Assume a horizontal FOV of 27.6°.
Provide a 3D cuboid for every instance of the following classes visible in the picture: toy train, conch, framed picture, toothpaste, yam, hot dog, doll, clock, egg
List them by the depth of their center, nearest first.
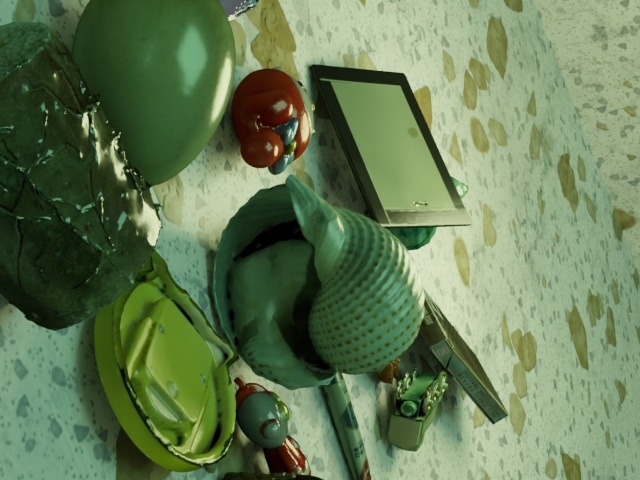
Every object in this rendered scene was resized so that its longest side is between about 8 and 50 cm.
[{"bbox_3d":[-0.339,-0.075,1.473,0.348,0.241,0.241,60,33,-39],"label":"yam"},{"bbox_3d":[-0.223,-0.217,1.745,0.218,0.218,0.295,15,73,-60],"label":"egg"},{"bbox_3d":[-0.216,0.179,1.776,0.277,0.071,0.293,57,23,-21],"label":"clock"},{"bbox_3d":[-0.071,0.299,1.978,0.142,0.076,0.245,38,-25,62],"label":"doll"},{"bbox_3d":[-0.002,0.067,2.008,0.215,0.303,0.319,7,60,-77],"label":"conch"},{"bbox_3d":[-0.077,-0.197,2.103,0.290,0.130,0.161,-60,140,-71],"label":"doll"},{"bbox_3d":[0.047,0.324,2.258,0.062,0.039,0.239,-53,129,-63],"label":"toothpaste"},{"bbox_3d":[0.113,0.201,2.395,0.147,0.065,0.099,57,32,-33],"label":"hot dog"},{"bbox_3d":[0.132,-0.175,2.424,0.265,0.016,0.347,-3,63,-46],"label":"framed picture"},{"bbox_3d":[0.182,0.313,2.459,0.194,0.081,0.125,-31,134,-68],"label":"toy train"},{"bbox_3d":[0.191,-0.067,2.525,0.202,0.196,0.134,-44,95,-18],"label":"conch"}]

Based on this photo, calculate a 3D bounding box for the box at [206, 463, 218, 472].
[{"bbox_3d":[-0.157,0.293,1.908,0.046,0.012,0.083,59,32,-36],"label":"box"}]

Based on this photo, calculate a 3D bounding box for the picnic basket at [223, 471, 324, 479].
[{"bbox_3d":[-0.051,0.401,1.891,0.138,0.179,0.128,47,43,-46],"label":"picnic basket"}]

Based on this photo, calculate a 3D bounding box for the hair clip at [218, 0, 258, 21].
[{"bbox_3d":[-0.193,-0.320,1.990,0.278,0.090,0.137,-46,129,-50],"label":"hair clip"}]

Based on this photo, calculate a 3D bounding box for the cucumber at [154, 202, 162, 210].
[{"bbox_3d":[-0.262,-0.017,1.795,0.155,0.037,0.037,-53,127,-53],"label":"cucumber"}]

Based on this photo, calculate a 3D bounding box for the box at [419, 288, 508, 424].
[{"bbox_3d":[0.268,0.224,2.615,0.325,0.047,0.180,49,12,-44],"label":"box"}]
